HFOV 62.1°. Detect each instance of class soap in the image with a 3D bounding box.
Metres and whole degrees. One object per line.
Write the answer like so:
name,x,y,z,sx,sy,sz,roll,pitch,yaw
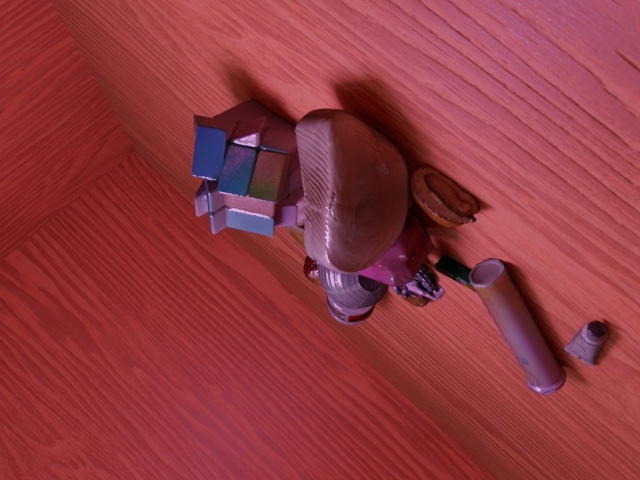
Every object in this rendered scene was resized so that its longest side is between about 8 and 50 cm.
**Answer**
soap,0.171,-0.003,1.452,0.127,0.220,0.325,43,166,-26
soap,0.000,0.000,2.087,0.274,0.089,0.173,27,156,43

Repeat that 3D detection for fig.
fig,0.042,0.127,2.262,0.159,0.159,0.257,31,-179,38

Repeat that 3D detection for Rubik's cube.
Rubik's cube,-0.212,-0.213,1.626,0.387,0.368,0.358,37,145,26

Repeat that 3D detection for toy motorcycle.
toy motorcycle,0.267,0.100,1.570,0.188,0.143,0.327,48,174,-21

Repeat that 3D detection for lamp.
lamp,0.104,0.104,1.768,0.266,0.233,0.233,20,178,-31

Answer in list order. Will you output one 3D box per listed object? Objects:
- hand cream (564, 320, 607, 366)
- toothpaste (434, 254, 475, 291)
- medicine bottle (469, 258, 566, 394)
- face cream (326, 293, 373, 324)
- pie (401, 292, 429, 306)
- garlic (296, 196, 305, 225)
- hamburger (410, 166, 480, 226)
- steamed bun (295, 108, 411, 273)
hand cream,0.631,0.246,1.255,0.080,0.050,0.234,35,166,28
toothpaste,0.397,0.099,1.449,0.179,0.043,0.037,31,162,39
medicine bottle,0.515,0.227,1.386,0.426,0.108,0.108,54,161,-25
face cream,0.125,0.220,2.123,0.201,0.201,0.187,40,164,15
pie,0.299,0.155,1.822,0.195,0.046,0.195,42,165,14
garlic,-0.084,-0.119,1.999,0.129,0.148,0.266,8,157,-2
hamburger,0.275,-0.081,1.221,0.176,0.087,0.102,38,161,15
steamed bun,0.081,-0.123,1.275,0.247,0.236,0.383,-147,51,-63
